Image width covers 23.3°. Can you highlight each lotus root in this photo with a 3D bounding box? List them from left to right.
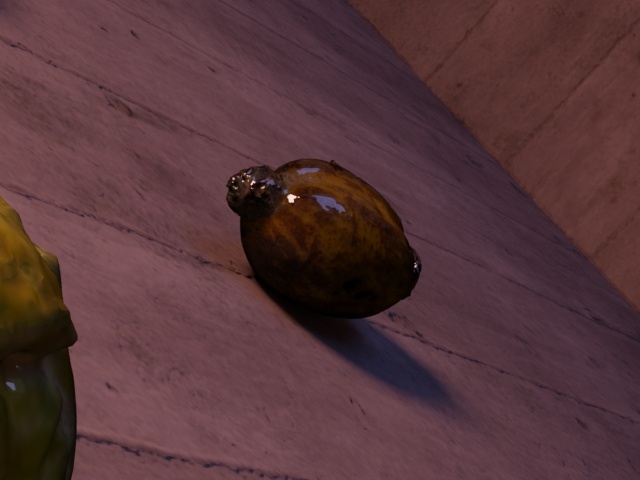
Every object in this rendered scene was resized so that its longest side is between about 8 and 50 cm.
[{"bbox_3d":[0.000,0.000,1.270,0.209,0.120,0.120,30,18,-37],"label":"lotus root"}]

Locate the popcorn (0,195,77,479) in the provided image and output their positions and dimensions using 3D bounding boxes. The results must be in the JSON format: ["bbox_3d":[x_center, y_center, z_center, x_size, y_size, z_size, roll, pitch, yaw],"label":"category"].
[{"bbox_3d":[-0.176,0.059,0.541,0.198,0.198,0.212,33,-10,-33],"label":"popcorn"}]
